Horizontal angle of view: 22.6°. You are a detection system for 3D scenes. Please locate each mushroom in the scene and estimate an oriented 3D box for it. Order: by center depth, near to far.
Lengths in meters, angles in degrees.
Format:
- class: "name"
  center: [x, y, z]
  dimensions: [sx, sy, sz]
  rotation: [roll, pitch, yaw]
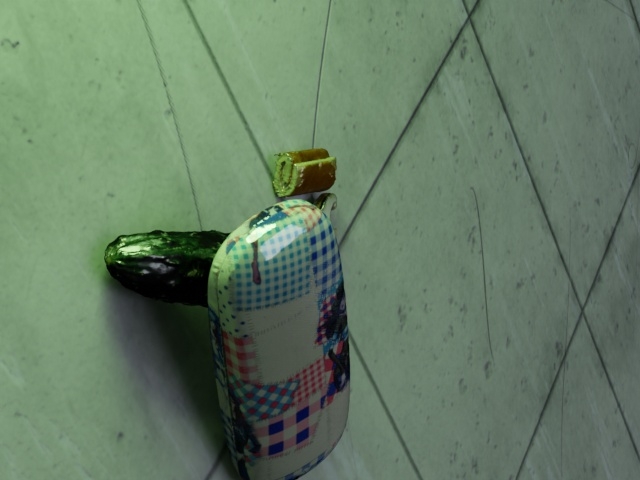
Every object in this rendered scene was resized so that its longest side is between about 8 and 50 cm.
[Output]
- class: "mushroom"
  center: [0.000, 0.000, 1.661]
  dimensions: [0.049, 0.019, 0.101]
  rotation: [10, 87, -56]

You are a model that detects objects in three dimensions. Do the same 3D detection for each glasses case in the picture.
- class: "glasses case"
  center: [-0.036, 0.103, 1.454]
  dimensions: [0.125, 0.076, 0.327]
  rotation: [-32, 139, -27]

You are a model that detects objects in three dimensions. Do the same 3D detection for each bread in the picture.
- class: "bread"
  center: [-0.015, -0.069, 1.630]
  dimensions: [0.083, 0.036, 0.047]
  rotation: [-13, 109, -57]

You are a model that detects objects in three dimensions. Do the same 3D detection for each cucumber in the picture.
- class: "cucumber"
  center: [-0.083, 0.028, 1.468]
  dimensions: [0.303, 0.081, 0.072]
  rotation: [8, 79, -58]
